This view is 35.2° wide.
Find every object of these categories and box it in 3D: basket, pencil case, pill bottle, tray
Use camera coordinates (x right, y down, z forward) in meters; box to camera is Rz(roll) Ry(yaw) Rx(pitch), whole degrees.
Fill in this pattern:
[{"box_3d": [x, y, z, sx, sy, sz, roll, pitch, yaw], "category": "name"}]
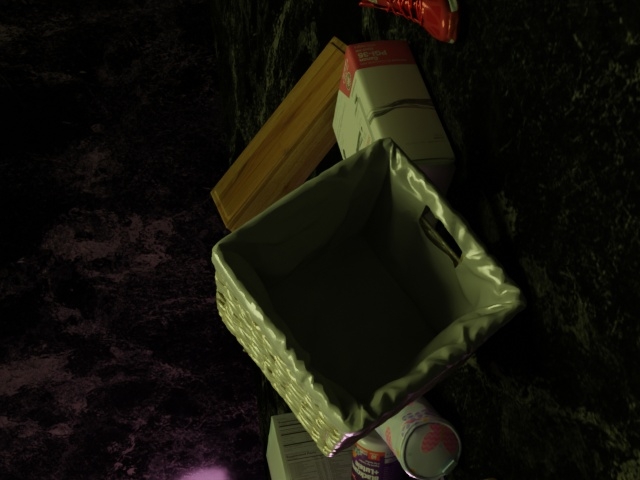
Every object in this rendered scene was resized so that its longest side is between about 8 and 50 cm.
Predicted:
[{"box_3d": [0.053, 0.096, 1.476, 0.328, 0.331, 0.266, 51, 159, 16], "category": "basket"}, {"box_3d": [0.153, 0.325, 1.800, 0.124, 0.113, 0.273, 59, 174, -17], "category": "pencil case"}, {"box_3d": [0.116, 0.453, 2.028, 0.108, 0.108, 0.194, -119, 26, -58], "category": "pill bottle"}, {"box_3d": [-0.053, -0.202, 1.988, 0.411, 0.076, 0.203, -51, 25, 9], "category": "tray"}]

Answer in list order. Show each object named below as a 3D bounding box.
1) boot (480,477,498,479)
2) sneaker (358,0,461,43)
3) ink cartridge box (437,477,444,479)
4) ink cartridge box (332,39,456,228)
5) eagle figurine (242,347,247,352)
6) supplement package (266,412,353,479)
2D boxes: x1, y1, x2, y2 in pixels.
[{"box_3d": [0.192, 0.501, 1.517, 0.095, 0.203, 0.262, 142, 122, -75], "category": "boot"}, {"box_3d": [0.129, -0.360, 1.568, 0.221, 0.128, 0.087, -118, 26, -58], "category": "sneaker"}, {"box_3d": [0.207, 0.449, 1.814, 0.048, 0.028, 0.083, 106, 155, -57], "category": "ink cartridge box"}, {"box_3d": [0.118, -0.169, 1.722, 0.207, 0.117, 0.283, 101, 158, -51], "category": "ink cartridge box"}, {"box_3d": [0.025, 0.094, 1.827, 0.225, 0.226, 0.298, 24, 100, 42], "category": "eagle figurine"}, {"box_3d": [-0.002, 0.558, 2.372, 0.199, 0.198, 0.263, 99, 160, -50], "category": "supplement package"}]
